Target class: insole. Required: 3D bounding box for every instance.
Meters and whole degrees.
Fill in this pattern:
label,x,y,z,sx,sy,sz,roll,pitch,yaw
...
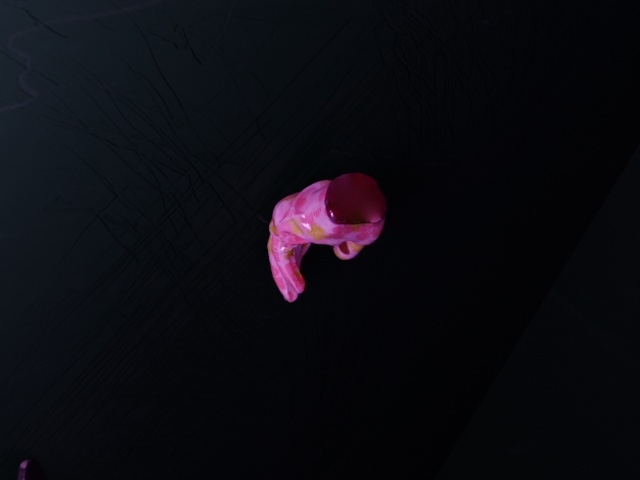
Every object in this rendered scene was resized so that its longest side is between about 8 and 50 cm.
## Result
label,x,y,z,sx,sy,sz,roll,pitch,yaw
insole,-0.369,0.370,1.814,0.012,0.110,0.309,-4,157,-2

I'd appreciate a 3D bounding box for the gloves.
label,x,y,z,sx,sy,sz,roll,pitch,yaw
gloves,-0.007,-0.010,1.795,0.145,0.126,0.241,-38,-174,-35
